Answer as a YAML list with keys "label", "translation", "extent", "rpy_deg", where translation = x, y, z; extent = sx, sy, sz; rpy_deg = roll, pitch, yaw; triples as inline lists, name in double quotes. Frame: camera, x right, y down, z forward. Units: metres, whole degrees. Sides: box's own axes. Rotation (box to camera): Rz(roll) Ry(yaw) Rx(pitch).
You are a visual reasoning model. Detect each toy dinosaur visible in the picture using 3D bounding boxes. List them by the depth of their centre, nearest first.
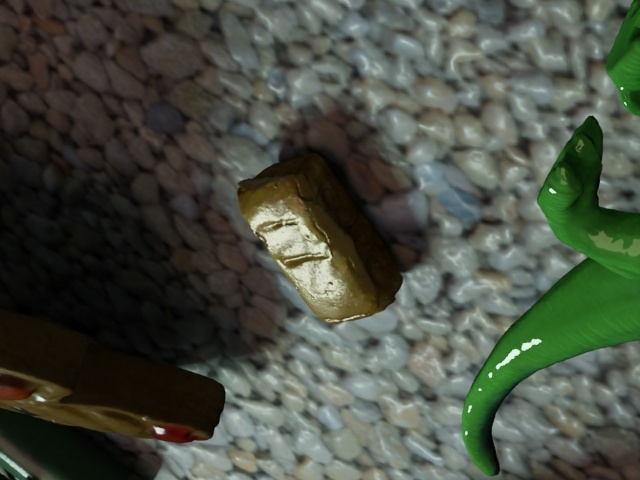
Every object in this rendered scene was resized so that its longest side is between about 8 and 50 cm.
- label: "toy dinosaur"
  translation: [0.300, 0.030, 1.116]
  extent: [0.374, 0.144, 0.500]
  rpy_deg: [17, 141, 6]

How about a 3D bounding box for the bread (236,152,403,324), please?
- label: "bread"
  translation: [0.000, 0.000, 1.338]
  extent: [0.074, 0.053, 0.132]
  rpy_deg: [-8, 125, 42]

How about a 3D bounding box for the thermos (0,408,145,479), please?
- label: "thermos"
  translation: [-0.249, 0.193, 1.698]
  extent: [0.188, 0.083, 0.073]
  rpy_deg: [38, 170, 3]

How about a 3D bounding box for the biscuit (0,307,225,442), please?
- label: "biscuit"
  translation: [-0.264, 0.093, 1.501]
  extent: [0.381, 0.074, 0.359]
  rpy_deg: [16, 173, 11]

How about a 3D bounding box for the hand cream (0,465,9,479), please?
- label: "hand cream"
  translation: [-0.347, 0.159, 1.773]
  extent: [0.080, 0.050, 0.234]
  rpy_deg: [12, 141, 23]
